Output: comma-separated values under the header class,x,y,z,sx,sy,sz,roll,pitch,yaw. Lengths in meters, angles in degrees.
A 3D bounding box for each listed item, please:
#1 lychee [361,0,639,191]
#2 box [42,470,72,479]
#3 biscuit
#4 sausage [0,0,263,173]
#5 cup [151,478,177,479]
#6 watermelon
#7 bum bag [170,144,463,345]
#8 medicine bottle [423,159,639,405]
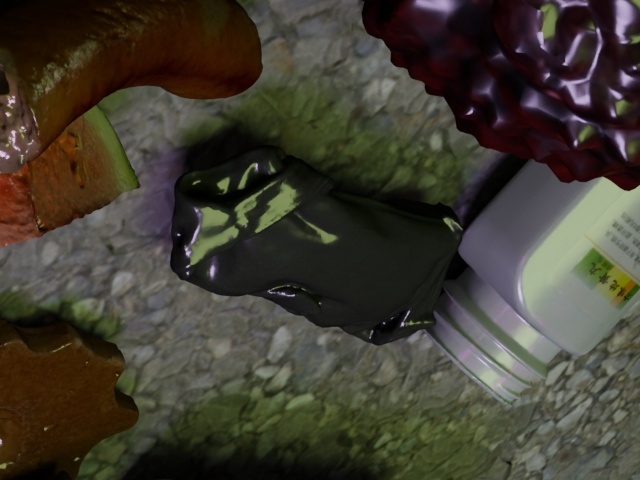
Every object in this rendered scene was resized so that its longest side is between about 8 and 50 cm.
class,x,y,z,sx,sy,sz,roll,pitch,yaw
lychee,0.198,-0.232,1.128,0.500,0.424,0.424,-31,148,-57
box,-0.229,0.334,1.427,0.143,0.184,0.273,-16,143,-29
biscuit,-0.226,0.130,1.387,0.215,0.034,0.182,-1,128,-42
sausage,-0.126,-0.114,1.150,0.302,0.076,0.103,-29,127,-58
cup,-0.019,0.310,1.587,0.317,0.212,0.212,10,118,-45
watermelon,-0.210,-0.067,1.184,0.193,0.137,0.145,-22,102,-24
bum bag,0.000,0.000,1.432,0.142,0.080,0.326,-46,145,16
medicine bottle,0.226,-0.015,1.568,0.324,0.124,0.179,-50,143,6
